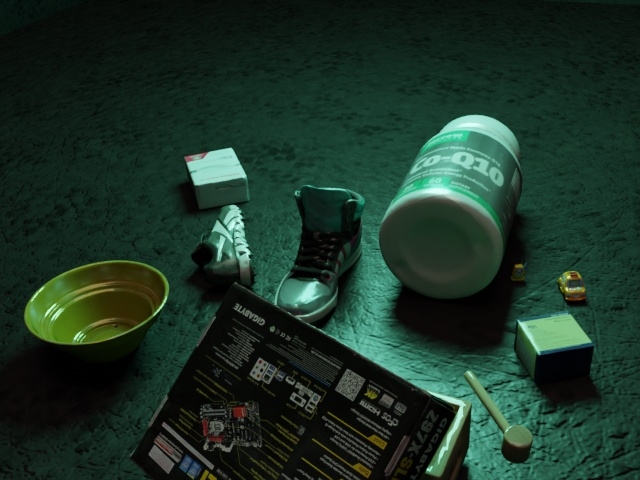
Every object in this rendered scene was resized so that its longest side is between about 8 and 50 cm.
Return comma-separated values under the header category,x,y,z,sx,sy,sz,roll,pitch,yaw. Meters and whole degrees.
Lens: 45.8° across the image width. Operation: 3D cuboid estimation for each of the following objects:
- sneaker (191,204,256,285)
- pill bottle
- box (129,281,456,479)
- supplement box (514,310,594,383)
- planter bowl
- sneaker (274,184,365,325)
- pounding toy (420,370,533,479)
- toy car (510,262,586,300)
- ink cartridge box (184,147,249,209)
category,x,y,z,sx,sy,sz,roll,pitch,yaw
sneaker,-0.183,0.005,1.373,0.106,0.078,0.234,-7,34,-10
pill bottle,0.245,-0.075,1.339,0.204,0.204,0.361,8,33,18
box,-0.044,0.225,0.873,0.322,0.079,0.257,24,83,38
supplement box,0.336,0.154,1.097,0.083,0.056,0.083,-8,32,-7
planter bowl,-0.339,0.126,1.182,0.217,0.090,0.217,-2,32,2
sneaker,0.000,0.000,1.266,0.124,0.178,0.295,7,34,17
pounding toy,0.151,0.248,0.928,0.206,0.094,0.181,12,36,23
toy car,0.376,0.066,1.250,0.122,0.040,0.060,6,33,15
ink cartridge box,-0.222,-0.132,1.613,0.109,0.063,0.150,-12,33,-13
